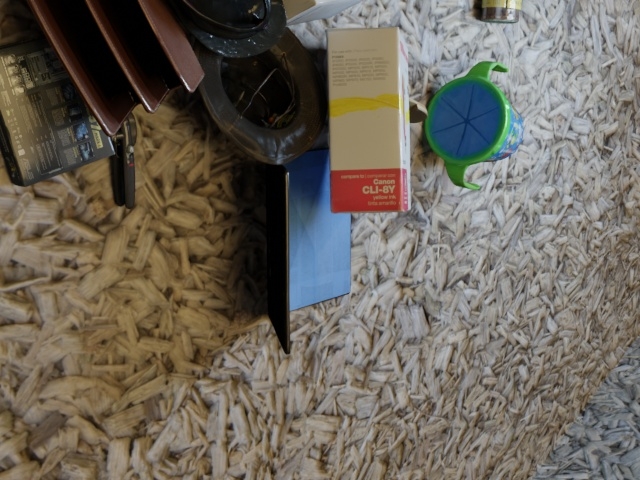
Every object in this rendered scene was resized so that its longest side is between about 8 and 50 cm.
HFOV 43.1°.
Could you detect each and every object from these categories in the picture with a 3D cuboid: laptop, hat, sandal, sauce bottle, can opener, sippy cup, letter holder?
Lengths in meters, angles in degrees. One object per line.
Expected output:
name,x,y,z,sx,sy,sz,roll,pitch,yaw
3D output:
laptop,0.000,0.000,1.815,0.237,0.408,0.381,-3,103,-10
hat,-0.148,-0.306,1.644,0.331,0.134,0.331,5,82,-40
sandal,-0.185,-0.427,1.379,0.167,0.107,0.446,-52,148,6
sauce bottle,0.506,-0.768,2.201,0.111,0.111,0.344,-5,104,-44
can opener,-0.370,-0.150,1.530,0.073,0.059,0.186,-13,108,-43
sippy cup,0.433,-0.307,2.181,0.305,0.240,0.224,-46,155,25
sandal,0.188,-0.371,2.031,0.240,0.088,0.079,22,53,-52
letter holder,-0.342,-0.353,1.345,0.214,0.152,0.301,-84,152,-62

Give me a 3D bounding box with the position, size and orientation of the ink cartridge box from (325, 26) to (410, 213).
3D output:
ink cartridge box,0.112,-0.253,1.782,0.279,0.161,0.384,-18,106,-80

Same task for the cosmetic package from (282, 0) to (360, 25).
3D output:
cosmetic package,-0.035,-0.564,1.630,0.225,0.138,0.224,-32,102,-51

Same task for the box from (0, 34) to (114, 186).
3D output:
box,-0.476,-0.231,1.405,0.183,0.059,0.232,-29,118,-36
